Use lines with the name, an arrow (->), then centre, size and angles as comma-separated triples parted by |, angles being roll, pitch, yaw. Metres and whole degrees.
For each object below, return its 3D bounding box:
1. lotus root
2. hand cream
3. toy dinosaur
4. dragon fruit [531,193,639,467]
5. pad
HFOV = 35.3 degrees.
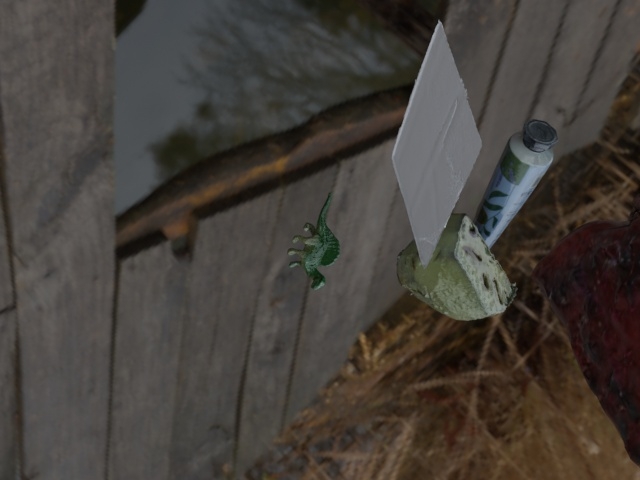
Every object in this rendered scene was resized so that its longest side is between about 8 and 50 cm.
lotus root -> 0.158, 0.047, 1.272 | 0.144, 0.143, 0.070 | -18, -148, 49
hand cream -> 0.229, -0.046, 1.286 | 0.271, 0.058, 0.091 | 111, 0, -50
toy dinosaur -> 0.000, 0.001, 1.235 | 0.120, 0.060, 0.029 | -67, 160, -10
dragon fruit -> 0.251, 0.062, 0.407 | 0.205, 0.317, 0.152 | -5, 134, -19
pad -> 0.113, -0.092, 1.023 | 0.004, 0.157, 0.232 | -5, 149, -13
